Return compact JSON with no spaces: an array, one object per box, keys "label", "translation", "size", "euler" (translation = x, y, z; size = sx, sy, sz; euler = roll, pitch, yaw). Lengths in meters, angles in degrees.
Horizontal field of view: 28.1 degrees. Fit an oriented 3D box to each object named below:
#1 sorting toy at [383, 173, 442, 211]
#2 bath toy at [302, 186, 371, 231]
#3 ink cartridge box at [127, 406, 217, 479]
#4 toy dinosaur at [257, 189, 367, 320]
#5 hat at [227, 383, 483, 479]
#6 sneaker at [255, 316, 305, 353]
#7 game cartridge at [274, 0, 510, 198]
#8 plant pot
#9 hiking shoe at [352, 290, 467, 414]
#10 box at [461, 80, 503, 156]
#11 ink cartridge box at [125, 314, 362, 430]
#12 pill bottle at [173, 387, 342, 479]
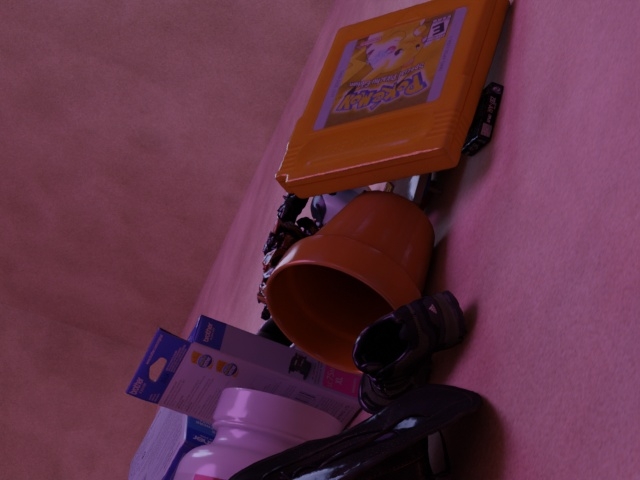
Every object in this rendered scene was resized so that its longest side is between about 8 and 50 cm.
[{"label":"sorting toy","translation":[0.147,-0.096,1.833],"size":[0.274,0.046,0.132],"euler":[147,142,-73]},{"label":"bath toy","translation":[0.000,0.000,2.203],"size":[0.151,0.129,0.348],"euler":[-7,-55,-55]},{"label":"ink cartridge box","translation":[-0.218,0.400,2.132],"size":[0.270,0.151,0.395],"euler":[-61,11,17]},{"label":"toy dinosaur","translation":[-0.030,0.005,1.884],"size":[0.218,0.164,0.322],"euler":[-60,21,14]},{"label":"hat","translation":[0.050,0.266,1.341],"size":[0.134,0.331,0.331],"euler":[65,166,0]},{"label":"sneaker","translation":[-0.059,0.195,2.031],"size":[0.330,0.146,0.122],"euler":[-67,33,30]},{"label":"game cartridge","translation":[0.097,-0.205,1.765],"size":[0.285,0.052,0.323],"euler":[-11,42,36]},{"label":"plant pot","translation":[0.059,0.040,1.682],"size":[0.188,0.205,0.205],"euler":[-58,0,-38]},{"label":"hiking shoe","translation":[0.077,0.135,1.516],"size":[0.227,0.114,0.086],"euler":[-60,42,45]},{"label":"box","translation":[0.212,-0.160,1.690],"size":[0.067,0.018,0.083],"euler":[135,153,-67]},{"label":"ink cartridge box","translation":[-0.107,0.208,1.845],"size":[0.186,0.311,0.065],"euler":[122,163,-48]},{"label":"pill bottle","translation":[-0.106,0.413,1.679],"size":[0.229,0.229,0.407],"euler":[137,152,-69]}]
